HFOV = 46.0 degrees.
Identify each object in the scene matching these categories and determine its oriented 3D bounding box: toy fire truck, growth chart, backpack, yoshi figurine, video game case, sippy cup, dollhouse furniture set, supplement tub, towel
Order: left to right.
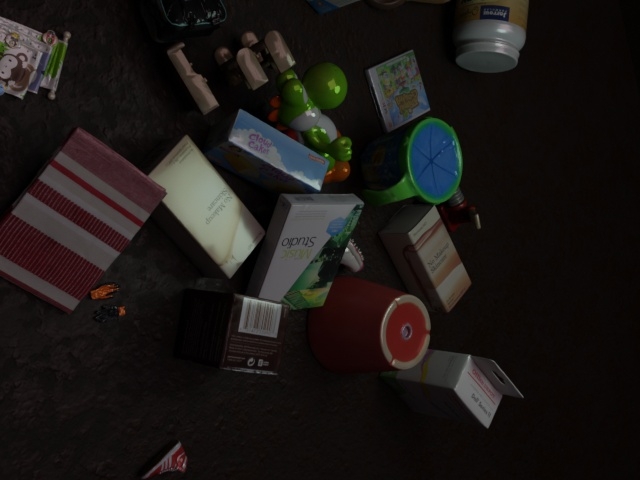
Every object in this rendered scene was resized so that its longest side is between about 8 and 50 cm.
[{"bbox_3d":[-0.620,-0.365,1.491,0.237,0.021,0.172,11,84,-40],"label":"growth chart"},{"bbox_3d":[-0.497,-0.036,1.519,0.237,0.037,0.329,39,88,-35],"label":"towel"},{"bbox_3d":[-0.319,-0.539,1.669,0.166,0.144,0.188,-22,94,-36],"label":"backpack"},{"bbox_3d":[-0.217,-0.423,1.727,0.242,0.212,0.161,-34,114,-9],"label":"dollhouse furniture set"},{"bbox_3d":[0.009,-0.299,1.836,0.203,0.203,0.362,-61,156,-17],"label":"yoshi figurine"},{"bbox_3d":[0.232,-0.444,2.240,0.212,0.023,0.193,-32,111,-37],"label":"video game case"},{"bbox_3d":[0.239,-0.214,2.112,0.305,0.224,0.240,-3,91,-42],"label":"sippy cup"},{"bbox_3d":[0.388,-0.119,2.228,0.158,0.246,0.217,-43,117,-33],"label":"toy fire truck"},{"bbox_3d":[0.536,-0.710,2.373,0.228,0.228,0.316,12,82,-41],"label":"supplement tub"}]

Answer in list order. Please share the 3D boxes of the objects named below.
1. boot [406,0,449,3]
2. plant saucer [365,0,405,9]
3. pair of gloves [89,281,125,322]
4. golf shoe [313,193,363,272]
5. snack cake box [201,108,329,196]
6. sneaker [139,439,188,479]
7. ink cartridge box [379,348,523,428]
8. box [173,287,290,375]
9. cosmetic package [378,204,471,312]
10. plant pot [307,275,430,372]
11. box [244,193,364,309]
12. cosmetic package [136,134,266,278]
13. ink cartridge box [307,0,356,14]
[{"bbox_3d":[0.283,-0.822,2.251,0.269,0.089,0.236,-21,116,-39],"label":"boot"},{"bbox_3d":[0.188,-0.739,2.132,0.168,0.029,0.168,-2,111,-4],"label":"plant saucer"},{"bbox_3d":[-0.461,0.134,1.635,0.074,0.010,0.083,-17,104,-42],"label":"pair of gloves"},{"bbox_3d":[0.000,0.000,1.998,0.140,0.115,0.306,-43,125,-2],"label":"golf shoe"},{"bbox_3d":[-0.131,-0.197,1.805,0.264,0.152,0.089,27,70,-27],"label":"snack cake box"},{"bbox_3d":[-0.350,0.515,1.710,0.118,0.042,0.067,-39,111,-37],"label":"sneaker"},{"bbox_3d":[0.366,0.414,2.136,0.207,0.353,0.119,48,60,-30],"label":"ink cartridge box"},{"bbox_3d":[-0.204,0.208,1.734,0.168,0.203,0.167,15,80,-40],"label":"box"},{"bbox_3d":[0.313,0.053,2.240,0.153,0.129,0.296,-46,118,-30],"label":"cosmetic package"},{"bbox_3d":[0.142,0.234,2.013,0.275,0.243,0.275,0,90,-42],"label":"plant pot"},{"bbox_3d":[-0.043,0.033,1.863,0.232,0.058,0.322,-3,127,-39],"label":"box"},{"bbox_3d":[-0.284,-0.072,1.726,0.309,0.113,0.160,51,59,-28],"label":"cosmetic package"},{"bbox_3d":[0.007,-0.740,1.945,0.232,0.171,0.168,39,65,-34],"label":"ink cartridge box"}]
